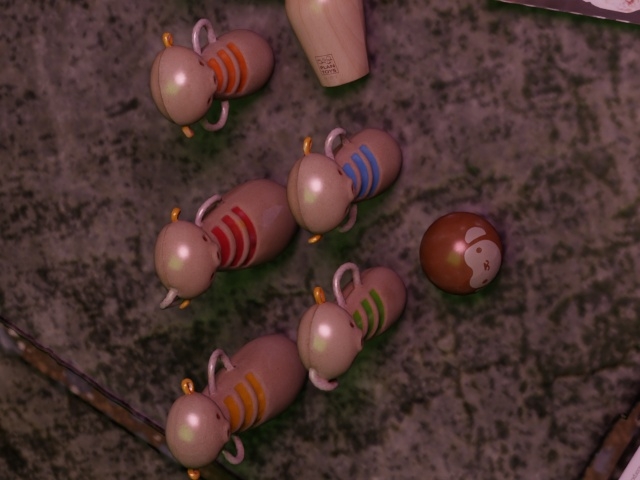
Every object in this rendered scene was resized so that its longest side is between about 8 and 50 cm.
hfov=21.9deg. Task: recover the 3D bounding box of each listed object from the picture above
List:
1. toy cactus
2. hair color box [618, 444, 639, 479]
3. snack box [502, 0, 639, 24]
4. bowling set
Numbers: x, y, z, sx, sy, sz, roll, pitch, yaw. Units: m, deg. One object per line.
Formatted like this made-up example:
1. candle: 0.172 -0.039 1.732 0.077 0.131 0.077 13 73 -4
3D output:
1. toy cactus: -0.009 -0.183 1.026 0.219 0.112 0.181 -12 109 18
2. hair color box: 0.335 0.183 0.831 0.374 0.113 0.185 30 86 44
3. snack box: 0.186 -0.162 0.977 0.178 0.022 0.064 13 108 21
4. bowling set: 0.000 0.000 1.032 0.199 0.154 0.287 -2 104 25
